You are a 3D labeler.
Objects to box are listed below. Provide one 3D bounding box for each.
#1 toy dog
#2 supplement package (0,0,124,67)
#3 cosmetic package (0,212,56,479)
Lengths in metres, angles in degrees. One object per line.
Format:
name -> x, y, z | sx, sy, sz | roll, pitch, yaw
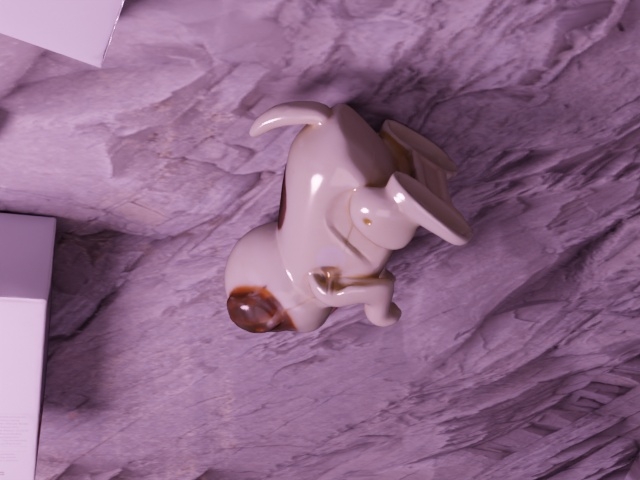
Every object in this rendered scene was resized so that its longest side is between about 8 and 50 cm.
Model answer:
toy dog -> 0.000, 0.000, 1.442 | 0.395, 0.285, 0.408 | 26, 121, -27
supplement package -> -0.348, -0.403, 1.141 | 0.204, 0.145, 0.262 | 17, 122, -23
cosmetic package -> -0.565, 0.196, 1.511 | 0.161, 0.230, 0.453 | 5, 127, -16
